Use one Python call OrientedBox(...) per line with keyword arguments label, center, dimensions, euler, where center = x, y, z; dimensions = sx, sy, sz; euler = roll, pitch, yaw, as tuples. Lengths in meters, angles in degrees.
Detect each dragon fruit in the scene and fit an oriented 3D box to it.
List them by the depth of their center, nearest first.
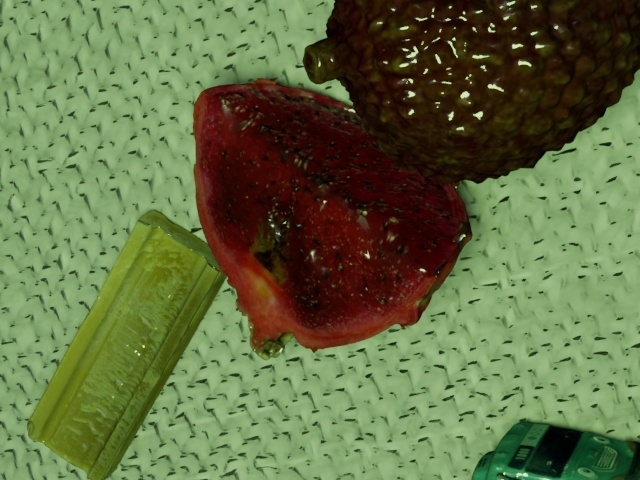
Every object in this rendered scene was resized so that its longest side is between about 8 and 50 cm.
OrientedBox(label="dragon fruit", center=(0.000, 0.000, 1.315), dimensions=(0.262, 0.134, 0.211), euler=(43, 123, 21))

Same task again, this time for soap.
OrientedBox(label="soap", center=(-0.177, 0.099, 1.430), dimensions=(0.092, 0.037, 0.252), euler=(34, 110, 9))

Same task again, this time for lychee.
OrientedBox(label="lychee", center=(0.119, -0.159, 1.182), dimensions=(0.271, 0.236, 0.235), euler=(-6, 102, -11))

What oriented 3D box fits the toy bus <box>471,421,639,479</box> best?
OrientedBox(label="toy bus", center=(0.180, 0.282, 1.312), dimensions=(0.147, 0.128, 0.256), euler=(17, 108, 15))
